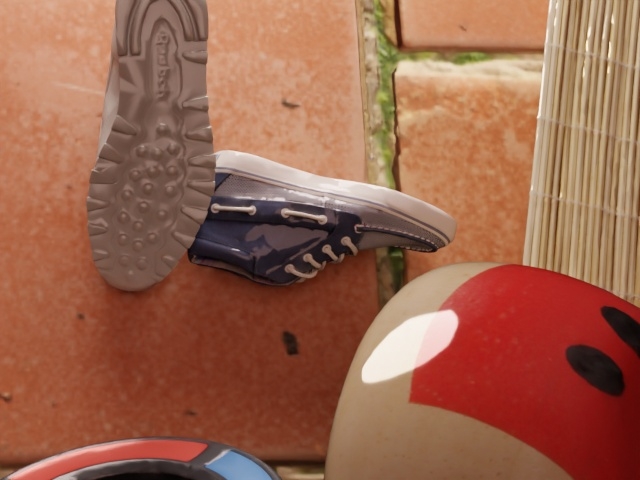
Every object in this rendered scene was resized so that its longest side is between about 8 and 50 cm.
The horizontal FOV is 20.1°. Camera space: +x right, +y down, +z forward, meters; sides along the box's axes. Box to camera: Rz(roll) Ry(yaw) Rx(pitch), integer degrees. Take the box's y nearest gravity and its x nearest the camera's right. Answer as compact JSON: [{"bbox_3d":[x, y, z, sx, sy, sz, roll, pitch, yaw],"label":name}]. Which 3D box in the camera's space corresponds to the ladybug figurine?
[{"bbox_3d":[0.143,0.158,1.119,0.162,0.449,0.305,-16,105,24],"label":"ladybug figurine"}]

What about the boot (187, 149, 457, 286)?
[{"bbox_3d":[0.000,0.000,1.327,0.190,0.069,0.086,14,74,4],"label":"boot"}]

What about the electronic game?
[{"bbox_3d":[-0.132,0.188,1.162,0.229,0.229,0.048,-14,113,-15],"label":"electronic game"}]

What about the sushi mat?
[{"bbox_3d":[0.243,-0.081,1.421,0.151,0.019,0.316,11,68,-5],"label":"sushi mat"}]

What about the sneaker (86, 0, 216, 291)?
[{"bbox_3d":[-0.123,-0.079,1.324,0.090,0.095,0.235,9,88,-12],"label":"sneaker"}]
